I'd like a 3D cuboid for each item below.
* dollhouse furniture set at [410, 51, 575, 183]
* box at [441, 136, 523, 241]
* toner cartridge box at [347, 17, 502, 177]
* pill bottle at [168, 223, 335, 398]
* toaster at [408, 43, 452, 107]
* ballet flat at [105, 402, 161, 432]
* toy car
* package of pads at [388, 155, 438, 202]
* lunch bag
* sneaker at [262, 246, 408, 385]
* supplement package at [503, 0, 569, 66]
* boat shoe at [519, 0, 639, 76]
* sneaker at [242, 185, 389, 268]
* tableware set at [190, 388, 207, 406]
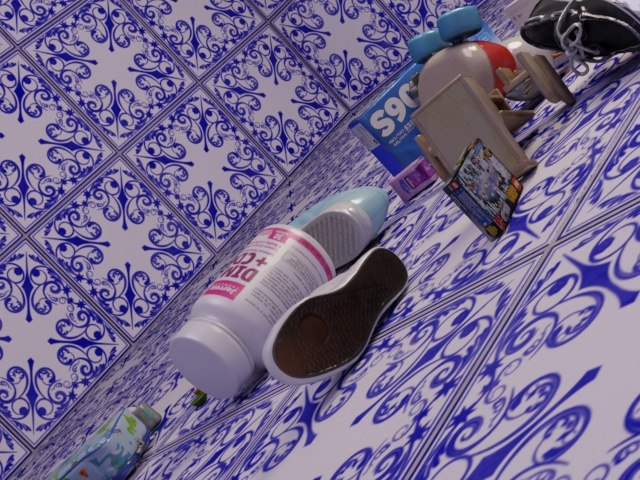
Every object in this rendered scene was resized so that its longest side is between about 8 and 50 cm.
[{"bbox_3d":[0.260,-0.149,1.686,0.212,0.161,0.242,-39,-13,27],"label":"dollhouse furniture set"},{"bbox_3d":[0.212,-0.068,1.480,0.027,0.094,0.137,-38,10,33],"label":"box"},{"bbox_3d":[0.234,-0.293,2.314,0.348,0.165,0.075,-46,9,-16],"label":"toner cartridge box"},{"bbox_3d":[-0.111,0.116,1.877,0.283,0.160,0.160,-50,10,-37],"label":"pill bottle"},{"bbox_3d":[0.256,-0.280,2.185,0.129,0.146,0.227,-41,11,13],"label":"toaster"},{"bbox_3d":[-0.384,0.368,2.236,0.213,0.068,0.072,-36,10,43],"label":"ballet flat"},{"bbox_3d":[0.308,-0.282,1.964,0.238,0.219,0.210,-15,-5,-24],"label":"toy car"},{"bbox_3d":[0.168,-0.110,2.083,0.083,0.050,0.032,-37,4,37],"label":"package of pads"},{"bbox_3d":[-0.409,0.409,2.064,0.219,0.090,0.176,-41,9,15],"label":"lunch bag"},{"bbox_3d":[0.008,0.120,1.521,0.290,0.106,0.123,-36,-4,-47],"label":"sneaker"},{"bbox_3d":[0.490,-0.462,2.005,0.262,0.145,0.204,-47,8,-22],"label":"supplement package"},{"bbox_3d":[0.384,-0.303,1.647,0.105,0.113,0.306,-45,29,-3],"label":"boat shoe"},{"bbox_3d":[0.000,0.000,2.124,0.366,0.135,0.150,-21,14,47],"label":"sneaker"},{"bbox_3d":[-0.172,0.236,2.047,0.154,0.024,0.104,-41,8,14],"label":"tableware set"}]
